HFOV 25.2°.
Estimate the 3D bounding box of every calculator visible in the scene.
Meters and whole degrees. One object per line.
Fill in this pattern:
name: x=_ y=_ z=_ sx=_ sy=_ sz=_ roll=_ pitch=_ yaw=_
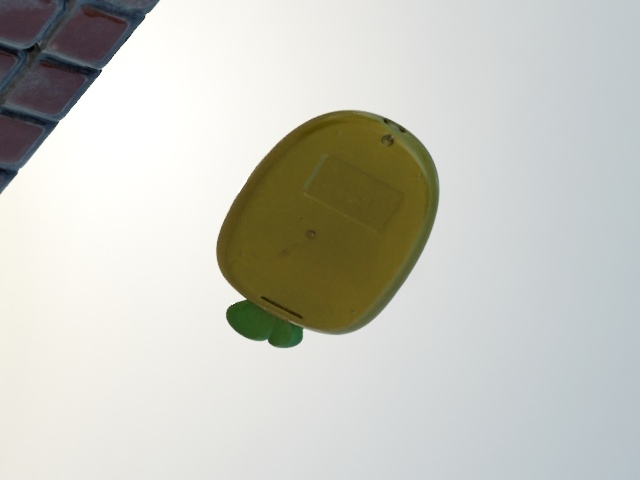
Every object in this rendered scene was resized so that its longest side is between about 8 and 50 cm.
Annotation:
calculator: x=0.000 y=0.000 z=1.097 sx=0.235 sy=0.146 sz=0.032 roll=-58 pitch=-171 yaw=32

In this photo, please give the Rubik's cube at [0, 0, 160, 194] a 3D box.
Rubik's cube: x=-0.244 y=-0.188 z=0.781 sx=0.238 sy=0.237 sz=0.237 roll=-41 pitch=-130 yaw=30
